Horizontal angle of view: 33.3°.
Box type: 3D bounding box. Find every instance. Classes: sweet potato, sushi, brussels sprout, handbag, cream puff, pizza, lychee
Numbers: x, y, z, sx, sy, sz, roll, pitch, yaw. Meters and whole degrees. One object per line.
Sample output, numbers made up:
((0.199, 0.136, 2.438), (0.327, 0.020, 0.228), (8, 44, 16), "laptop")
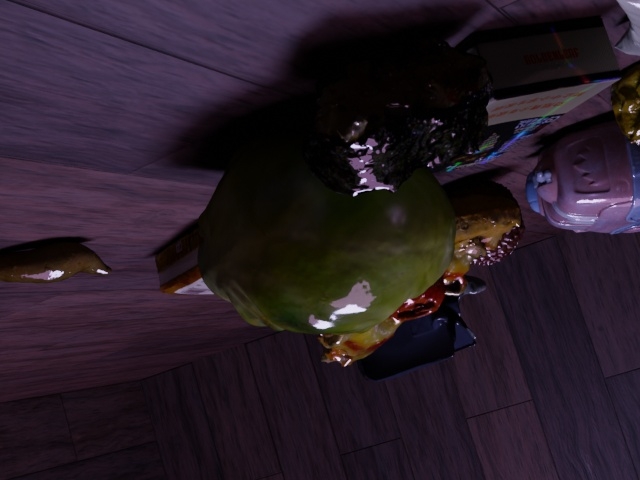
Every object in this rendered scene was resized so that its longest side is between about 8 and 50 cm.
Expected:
((-0.416, 0.034, 1.547), (0.249, 0.059, 0.069), (-6, 179, -33), "sweet potato")
((0.076, -0.142, 1.146), (0.212, 0.147, 0.115), (-21, 130, -19), "sushi")
((0.000, 0.000, 1.338), (0.344, 0.268, 0.344), (6, 154, 3), "brussels sprout")
((0.146, 0.066, 1.906), (0.118, 0.325, 0.269), (-14, 172, -43), "handbag")
((0.508, -0.210, 1.595), (0.146, 0.116, 0.146), (-13, 169, -3), "cream puff")
((0.098, 0.096, 1.714), (0.440, 0.130, 0.406), (-15, 148, -19), "pizza")
((0.302, -0.035, 2.096), (0.188, 0.188, 0.188), (-17, 171, -3), "lychee")

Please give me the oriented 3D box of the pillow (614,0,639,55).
((0.402, -0.260, 1.216), (0.144, 0.078, 0.254), (-10, 173, 17), "pillow")

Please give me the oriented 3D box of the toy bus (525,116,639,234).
((0.496, -0.112, 1.960), (0.232, 0.197, 0.294), (-7, 172, 3), "toy bus")

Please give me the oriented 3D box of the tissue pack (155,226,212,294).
((-0.157, 0.034, 1.830), (0.183, 0.092, 0.226), (0, 163, -30), "tissue pack")

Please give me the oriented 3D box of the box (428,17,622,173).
((0.207, -0.171, 1.363), (0.198, 0.084, 0.310), (-13, 170, -26), "box")
